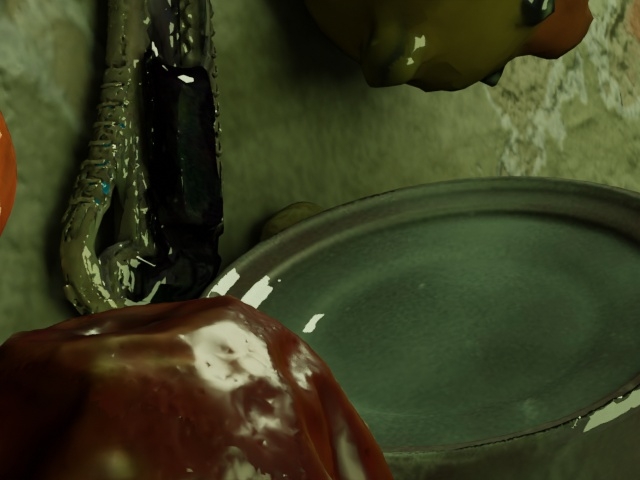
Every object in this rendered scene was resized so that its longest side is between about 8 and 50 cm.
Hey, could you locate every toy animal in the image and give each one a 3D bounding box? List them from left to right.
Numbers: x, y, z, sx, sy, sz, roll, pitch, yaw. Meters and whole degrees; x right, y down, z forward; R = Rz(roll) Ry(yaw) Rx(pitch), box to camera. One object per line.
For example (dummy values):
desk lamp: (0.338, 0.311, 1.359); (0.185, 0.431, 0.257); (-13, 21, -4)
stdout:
toy animal: (0.074, -0.194, 0.793); (0.169, 0.195, 0.281); (15, 58, -9)

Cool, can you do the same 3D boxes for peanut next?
peanut: (0.000, 0.000, 0.744); (0.083, 0.037, 0.037); (12, 72, -57)

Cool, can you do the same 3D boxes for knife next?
knife: (-0.078, -0.130, 0.663); (0.089, 0.043, 0.365); (16, 68, -52)

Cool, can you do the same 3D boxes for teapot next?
teapot: (0.112, 0.138, 0.675); (0.315, 0.233, 0.312); (-25, 120, -25)

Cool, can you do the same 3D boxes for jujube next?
jujube: (-0.039, 0.143, 0.445); (0.174, 0.174, 0.250); (-21, 107, -54)

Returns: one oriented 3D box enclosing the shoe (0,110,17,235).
shoe: (-0.188, 0.045, 0.359); (0.336, 0.171, 0.132); (-49, 121, -48)
